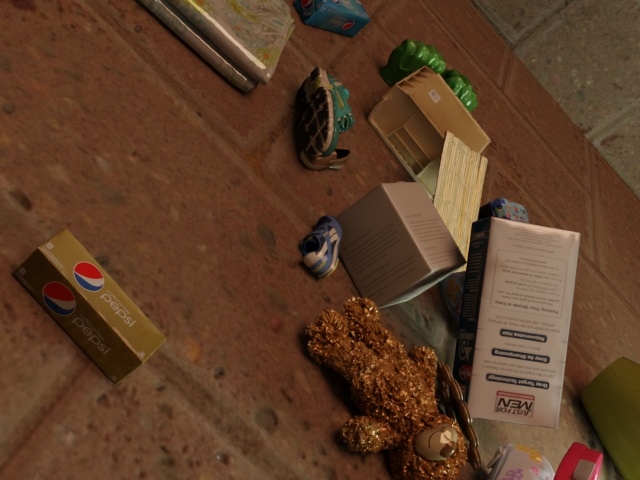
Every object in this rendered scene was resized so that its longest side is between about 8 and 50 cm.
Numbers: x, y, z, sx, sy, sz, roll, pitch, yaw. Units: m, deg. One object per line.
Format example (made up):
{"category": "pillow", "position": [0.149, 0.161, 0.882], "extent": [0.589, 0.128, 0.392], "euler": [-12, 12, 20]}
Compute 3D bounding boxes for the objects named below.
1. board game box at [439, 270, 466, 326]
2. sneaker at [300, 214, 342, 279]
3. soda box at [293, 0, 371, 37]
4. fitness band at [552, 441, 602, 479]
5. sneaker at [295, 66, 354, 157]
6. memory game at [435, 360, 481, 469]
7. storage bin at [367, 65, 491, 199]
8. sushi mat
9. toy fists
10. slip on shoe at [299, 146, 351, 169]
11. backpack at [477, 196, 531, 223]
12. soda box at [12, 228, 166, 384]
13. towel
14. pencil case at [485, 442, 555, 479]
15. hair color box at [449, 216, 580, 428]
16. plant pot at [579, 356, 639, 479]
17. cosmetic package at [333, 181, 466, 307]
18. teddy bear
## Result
{"category": "board game box", "position": [0.317, 0.107, 1.642], "extent": [0.060, 0.194, 0.194], "euler": [-8, 48, -27]}
{"category": "sneaker", "position": [0.000, 0.000, 1.430], "extent": [0.059, 0.053, 0.144], "euler": [35, 34, -24]}
{"category": "soda box", "position": [0.031, -0.560, 2.018], "extent": [0.210, 0.071, 0.067], "euler": [-3, 60, -54]}
{"category": "fitness band", "position": [0.416, 0.462, 1.391], "extent": [0.054, 0.208, 0.291], "euler": [16, 12, 26]}
{"category": "sneaker", "position": [0.021, -0.254, 1.637], "extent": [0.110, 0.107, 0.275], "euler": [28, 34, -20]}
{"category": "memory game", "position": [0.227, 0.290, 1.371], "extent": [0.186, 0.012, 0.186], "euler": [163, -90, -86]}
{"category": "storage bin", "position": [0.264, -0.269, 1.985], "extent": [0.260, 0.123, 0.262], "euler": [51, 32, -2]}
{"category": "sushi mat", "position": [0.296, -0.071, 1.792], "extent": [0.151, 0.019, 0.316], "euler": [26, 67, -34]}
{"category": "toy fists", "position": [0.293, -0.415, 2.149], "extent": [0.279, 0.142, 0.096], "euler": [37, 34, -24]}
{"category": "slip on shoe", "position": [0.012, -0.167, 1.623], "extent": [0.135, 0.041, 0.051], "euler": [2, 57, -52]}
{"category": "backpack", "position": [0.440, 0.004, 1.949], "extent": [0.158, 0.117, 0.173], "euler": [19, 47, -41]}
{"category": "soda box", "position": [-0.272, 0.079, 0.979], "extent": [0.181, 0.061, 0.058], "euler": [49, 30, -7]}
{"category": "towel", "position": [-0.214, -0.486, 1.604], "extent": [0.374, 0.090, 0.320], "euler": [40, 32, -19]}
{"category": "pencil case", "position": [0.293, 0.433, 1.316], "extent": [0.273, 0.114, 0.124], "euler": [-30, 104, -58]}
{"category": "hair color box", "position": [0.341, 0.144, 1.460], "extent": [0.174, 0.105, 0.347], "euler": [10, 84, -9]}
{"category": "plant pot", "position": [0.726, 0.409, 1.815], "extent": [0.275, 0.274, 0.293], "euler": [0, 43, -53]}
{"category": "cosmetic package", "position": [0.137, 0.007, 1.507], "extent": [0.151, 0.151, 0.183], "euler": [-6, 64, -56]}
{"category": "teddy bear", "position": [0.113, 0.236, 1.285], "extent": [0.245, 0.113, 0.338], "euler": [6, 53, -48]}
